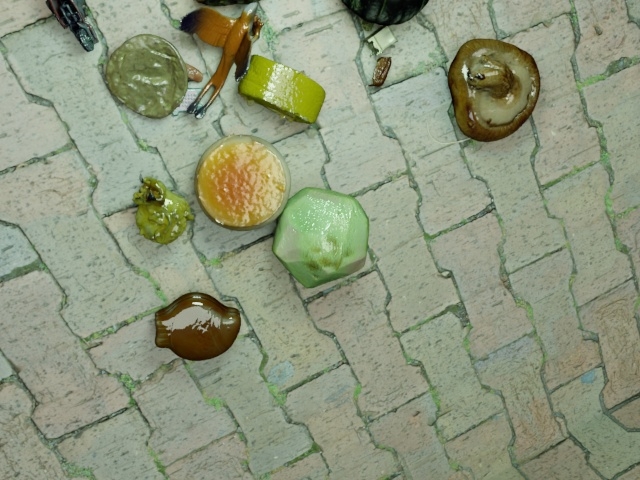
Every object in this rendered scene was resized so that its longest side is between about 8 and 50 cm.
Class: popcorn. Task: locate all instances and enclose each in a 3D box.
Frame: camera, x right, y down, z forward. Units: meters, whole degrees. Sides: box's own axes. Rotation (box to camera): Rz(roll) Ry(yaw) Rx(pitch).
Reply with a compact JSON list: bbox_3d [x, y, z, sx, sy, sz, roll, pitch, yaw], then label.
[{"bbox_3d":[-0.495,-0.089,1.761,0.168,0.173,0.195,-30,123,17],"label":"popcorn"}]

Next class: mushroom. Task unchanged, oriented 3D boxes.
[{"bbox_3d":[0.566,-0.484,1.884,0.345,0.259,0.346,-4,107,-14],"label":"mushroom"}]

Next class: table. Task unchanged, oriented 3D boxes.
[{"bbox_3d":[0.186,-0.628,1.830,0.083,0.079,0.062,-36,110,-2],"label":"table"}]

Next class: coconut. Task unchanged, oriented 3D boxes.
[{"bbox_3d":[0.000,0.000,1.849,0.328,0.281,0.329,-2,102,-9],"label":"coconut"}]

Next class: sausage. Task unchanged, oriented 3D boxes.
[{"bbox_3d":[-0.434,-0.512,1.704,0.186,0.043,0.043,16,101,-19],"label":"sausage"}]

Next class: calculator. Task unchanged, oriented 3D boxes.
[{"bbox_3d":[-0.423,-0.422,1.746,0.141,0.019,0.094,-5,110,-15],"label":"calculator"}]

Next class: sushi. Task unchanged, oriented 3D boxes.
[{"bbox_3d":[0.197,-0.546,1.872,0.052,0.055,0.120,19,89,-9],"label":"sushi"}]

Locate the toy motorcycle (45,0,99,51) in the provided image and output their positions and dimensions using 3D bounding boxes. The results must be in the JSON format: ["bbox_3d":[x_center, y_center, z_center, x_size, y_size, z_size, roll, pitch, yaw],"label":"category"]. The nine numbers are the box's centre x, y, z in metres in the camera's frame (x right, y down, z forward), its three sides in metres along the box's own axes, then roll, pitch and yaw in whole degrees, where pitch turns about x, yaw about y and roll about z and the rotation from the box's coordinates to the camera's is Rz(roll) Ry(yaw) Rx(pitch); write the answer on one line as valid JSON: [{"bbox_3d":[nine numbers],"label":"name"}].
[{"bbox_3d":[-0.672,-0.624,1.577,0.082,0.122,0.213,-13,124,12],"label":"toy motorcycle"}]

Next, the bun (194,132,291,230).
[{"bbox_3d":[-0.237,-0.181,1.789,0.298,0.165,0.299,0,99,-3],"label":"bun"}]

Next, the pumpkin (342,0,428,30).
[{"bbox_3d":[0.186,-0.759,1.720,0.295,0.296,0.296,-4,107,-15],"label":"pumpkin"}]

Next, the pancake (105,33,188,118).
[{"bbox_3d":[-0.497,-0.471,1.670,0.241,0.050,0.242,-3,118,-5],"label":"pancake"}]

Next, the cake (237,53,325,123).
[{"bbox_3d":[-0.112,-0.445,1.742,0.260,0.179,0.156,20,100,-20],"label":"cake"}]

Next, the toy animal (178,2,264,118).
[{"bbox_3d":[-0.256,-0.529,1.682,0.225,0.284,0.302,36,58,2],"label":"toy animal"}]

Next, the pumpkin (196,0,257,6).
[{"bbox_3d":[-0.247,-0.785,1.559,0.225,0.303,0.256,-21,72,-16],"label":"pumpkin"}]

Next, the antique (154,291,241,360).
[{"bbox_3d":[-0.401,0.277,1.894,0.278,0.129,0.224,-6,107,-14],"label":"antique"}]
